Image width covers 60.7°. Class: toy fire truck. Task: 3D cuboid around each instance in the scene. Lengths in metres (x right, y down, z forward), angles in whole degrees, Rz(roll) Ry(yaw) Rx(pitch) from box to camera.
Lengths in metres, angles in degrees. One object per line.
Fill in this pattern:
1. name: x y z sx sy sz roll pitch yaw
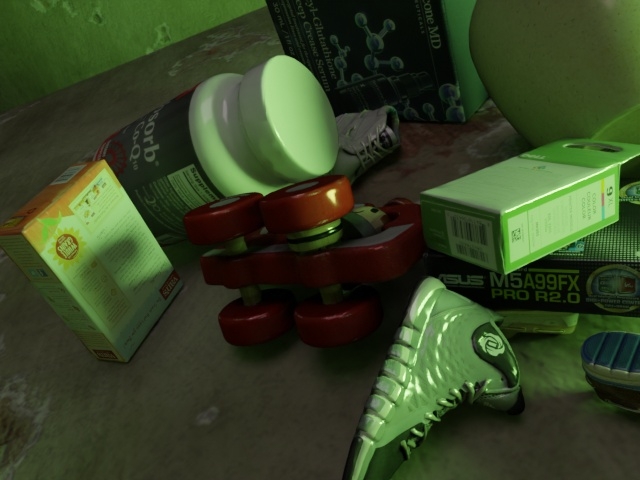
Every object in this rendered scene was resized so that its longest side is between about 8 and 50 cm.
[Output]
1. toy fire truck: 0.000 0.000 0.684 0.302 0.169 0.254 -6 17 37

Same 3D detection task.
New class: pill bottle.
1. pill bottle: -0.165 -0.128 0.844 0.362 0.210 0.210 -17 31 33

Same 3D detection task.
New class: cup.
1. cup: 0.369 -0.205 0.668 0.331 0.331 0.237 -11 58 15

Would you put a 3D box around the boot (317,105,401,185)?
1. boot: 0.066 -0.158 0.920 0.123 0.095 0.258 -14 33 24

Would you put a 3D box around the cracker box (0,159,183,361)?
1. cracker box: -0.300 0.031 0.743 0.067 0.232 0.156 -3 38 27

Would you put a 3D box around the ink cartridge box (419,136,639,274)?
1. ink cartridge box: 0.216 -0.042 0.543 0.209 0.062 0.109 -22 23 -23

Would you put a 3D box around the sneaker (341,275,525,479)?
1. sneaker: 0.112 0.150 0.492 0.132 0.086 0.229 21 68 11

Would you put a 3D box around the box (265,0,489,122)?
1. box: 0.128 -0.410 1.060 0.395 0.294 0.212 12 47 40

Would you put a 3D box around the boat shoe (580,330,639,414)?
1. boat shoe: 0.307 0.120 0.430 0.183 0.066 0.066 10 43 46

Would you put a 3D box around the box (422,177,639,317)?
1. box: 0.271 -0.003 0.583 0.270 0.060 0.216 1 26 30

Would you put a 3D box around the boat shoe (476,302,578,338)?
1. boat shoe: 0.195 0.079 0.567 0.135 0.045 0.050 -2 24 23
